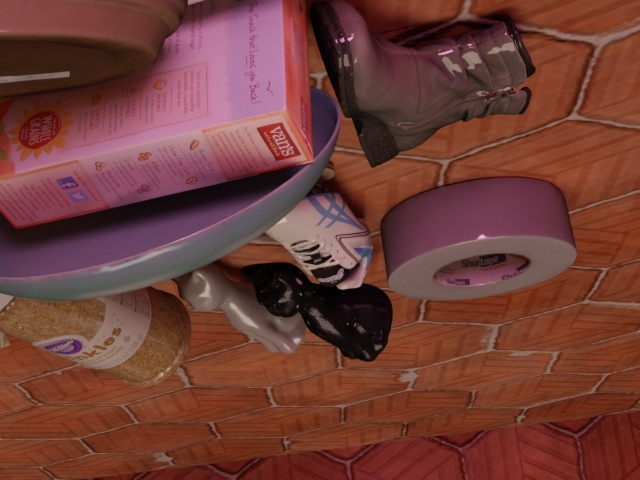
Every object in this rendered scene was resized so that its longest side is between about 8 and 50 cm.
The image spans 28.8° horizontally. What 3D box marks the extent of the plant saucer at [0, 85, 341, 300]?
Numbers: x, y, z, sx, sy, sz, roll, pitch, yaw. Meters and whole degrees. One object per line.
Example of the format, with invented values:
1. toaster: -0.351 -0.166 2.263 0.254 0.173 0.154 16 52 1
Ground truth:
1. plant saucer: -0.132 -0.038 0.959 0.317 0.317 0.044 -12 115 12

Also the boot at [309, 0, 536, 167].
1. boot: 0.089 -0.150 1.021 0.161 0.083 0.246 -21 160 7

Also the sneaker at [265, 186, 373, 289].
1. sneaker: 0.000 0.000 1.327 0.085 0.086 0.237 -15 163 19

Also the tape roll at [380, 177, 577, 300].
1. tape roll: 0.181 0.002 1.442 0.219 0.072 0.219 -7 161 -2

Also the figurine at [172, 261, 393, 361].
1. figurine: -0.057 0.070 1.491 0.215 0.092 0.209 0 161 40

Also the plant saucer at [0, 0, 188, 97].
1. plant saucer: -0.218 -0.120 0.760 0.278 0.041 0.278 -7 179 0

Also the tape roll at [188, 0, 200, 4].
1. tape roll: -0.147 -0.243 0.667 0.392 0.072 0.392 -7 160 -3

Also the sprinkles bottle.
1. sprinkles bottle: -0.278 0.063 1.343 0.121 0.121 0.355 -16 155 22

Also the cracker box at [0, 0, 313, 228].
1. cracker box: -0.124 -0.109 0.899 0.232 0.156 0.067 -12 144 14

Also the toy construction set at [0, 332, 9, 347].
1. toy construction set: -0.503 0.092 1.377 0.327 0.151 0.215 -4 136 -28

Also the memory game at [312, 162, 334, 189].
1. memory game: -0.079 -0.063 1.263 0.186 0.012 0.186 -6 160 -2
